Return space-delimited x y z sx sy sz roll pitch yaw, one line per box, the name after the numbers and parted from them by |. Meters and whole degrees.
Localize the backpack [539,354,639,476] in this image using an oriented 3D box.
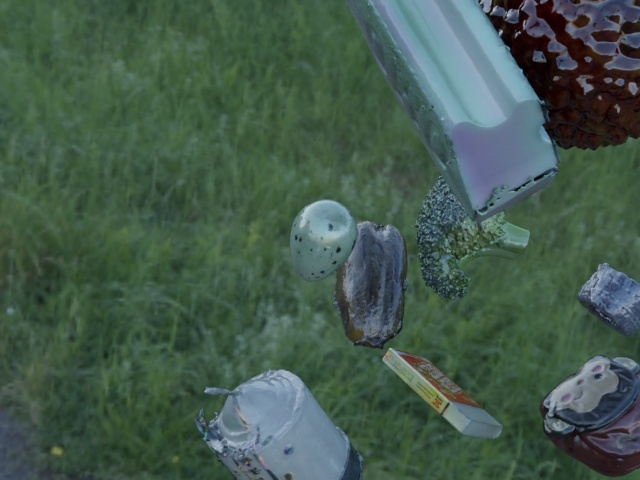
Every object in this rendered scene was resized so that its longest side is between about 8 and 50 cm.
0.527 0.329 1.585 0.229 0.139 0.229 -14 43 14 | backpack

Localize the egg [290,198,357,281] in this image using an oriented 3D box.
0.000 0.000 1.679 0.131 0.164 0.131 29 9 -5 | egg

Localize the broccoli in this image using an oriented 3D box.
0.394 -0.019 2.275 0.302 0.375 0.249 18 1 12 | broccoli

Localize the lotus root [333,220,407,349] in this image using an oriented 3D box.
0.108 0.080 1.878 0.167 0.078 0.329 -2 53 5 | lotus root

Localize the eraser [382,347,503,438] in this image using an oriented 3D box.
0.244 0.305 1.725 0.230 0.038 0.157 41 10 37 | eraser

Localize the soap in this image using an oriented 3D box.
0.204 -0.262 1.376 0.156 0.446 0.261 -29 -11 0 | soap

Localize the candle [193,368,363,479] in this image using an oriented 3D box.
-0.078 0.304 1.367 0.187 0.330 0.187 -25 30 16 | candle

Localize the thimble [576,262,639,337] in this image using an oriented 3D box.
0.622 0.126 1.820 0.150 0.098 0.150 40 1 -1 | thimble

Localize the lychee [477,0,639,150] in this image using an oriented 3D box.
0.475 -0.382 1.570 0.424 0.424 0.500 9 33 1 | lychee
